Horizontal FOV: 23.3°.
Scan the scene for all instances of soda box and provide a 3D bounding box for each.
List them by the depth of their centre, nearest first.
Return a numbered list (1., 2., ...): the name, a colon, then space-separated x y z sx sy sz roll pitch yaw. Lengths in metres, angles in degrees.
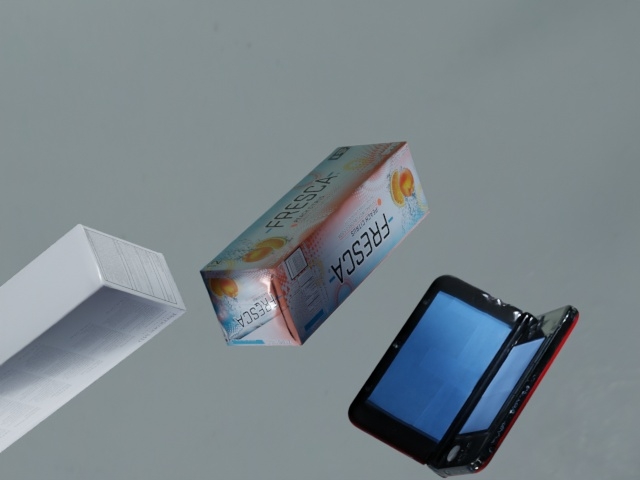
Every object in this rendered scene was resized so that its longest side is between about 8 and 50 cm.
1. soda box: 0.000 0.000 1.026 0.183 0.063 0.058 -43 122 -46

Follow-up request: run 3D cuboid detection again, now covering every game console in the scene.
1. game console: 0.103 0.092 1.139 0.085 0.124 0.144 36 73 -6

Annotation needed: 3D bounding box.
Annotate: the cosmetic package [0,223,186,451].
1. cosmetic package: -0.222 0.086 1.142 0.239 0.099 0.060 -37 59 19
